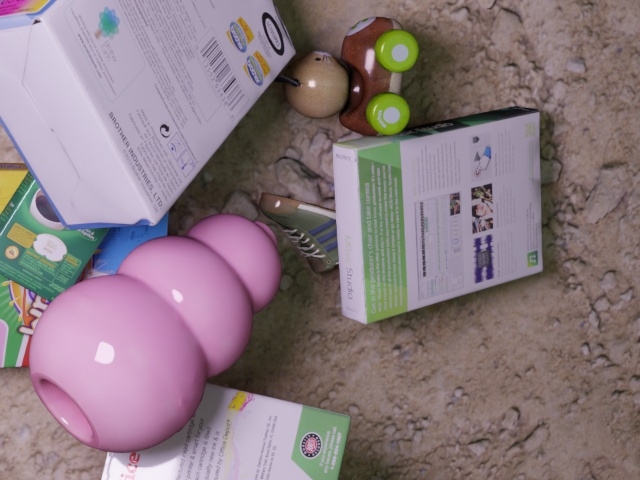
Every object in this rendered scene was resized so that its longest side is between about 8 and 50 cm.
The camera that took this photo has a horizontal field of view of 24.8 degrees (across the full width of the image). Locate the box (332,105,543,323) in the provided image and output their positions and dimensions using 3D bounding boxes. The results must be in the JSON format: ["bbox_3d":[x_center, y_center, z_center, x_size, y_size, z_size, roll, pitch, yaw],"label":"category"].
[{"bbox_3d":[0.161,-0.039,1.926,0.322,0.058,0.232,-14,108,-35],"label":"box"}]

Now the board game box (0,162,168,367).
[{"bbox_3d":[-0.343,0.028,1.736,0.316,0.064,0.242,-1,103,-25],"label":"board game box"}]

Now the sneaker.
[{"bbox_3d":[0.000,0.000,1.888,0.192,0.064,0.086,15,91,-31],"label":"sneaker"}]

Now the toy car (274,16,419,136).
[{"bbox_3d":[0.007,-0.209,1.803,0.188,0.155,0.149,5,101,-13],"label":"toy car"}]

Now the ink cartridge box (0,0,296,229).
[{"bbox_3d":[-0.188,-0.236,1.616,0.395,0.151,0.270,-54,132,-38],"label":"ink cartridge box"}]

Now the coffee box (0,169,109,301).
[{"bbox_3d":[-0.301,-0.029,1.681,0.113,0.040,0.184,32,88,-29],"label":"coffee box"}]

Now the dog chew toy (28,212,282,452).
[{"bbox_3d":[-0.175,0.090,1.687,0.332,0.206,0.207,-43,118,-28],"label":"dog chew toy"}]

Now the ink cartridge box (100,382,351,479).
[{"bbox_3d":[-0.120,0.288,1.788,0.278,0.117,0.201,13,76,0],"label":"ink cartridge box"}]
